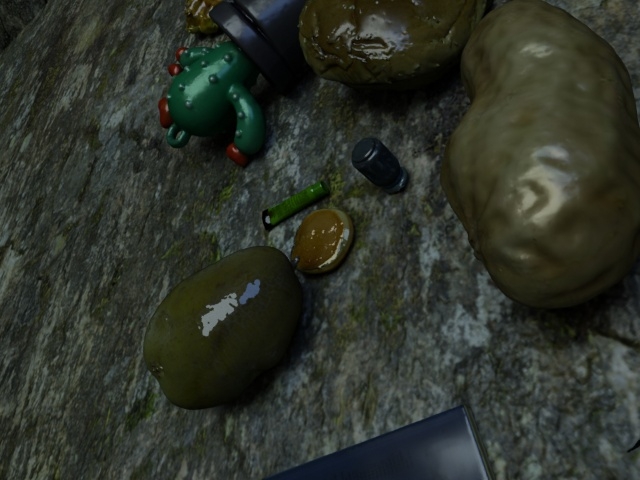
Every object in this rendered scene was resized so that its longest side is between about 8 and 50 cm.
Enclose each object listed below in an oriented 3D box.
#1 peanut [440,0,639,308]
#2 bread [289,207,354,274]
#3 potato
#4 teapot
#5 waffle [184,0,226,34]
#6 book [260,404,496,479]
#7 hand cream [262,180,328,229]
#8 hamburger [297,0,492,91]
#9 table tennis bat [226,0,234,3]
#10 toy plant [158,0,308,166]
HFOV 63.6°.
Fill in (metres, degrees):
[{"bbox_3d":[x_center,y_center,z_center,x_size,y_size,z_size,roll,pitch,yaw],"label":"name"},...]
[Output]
[{"bbox_3d":[0.228,-0.108,0.551,0.192,0.169,0.387,-14,53,35],"label":"peanut"},{"bbox_3d":[0.000,0.000,0.747,0.110,0.024,0.110,-17,56,27],"label":"bread"},{"bbox_3d":[-0.122,0.106,0.688,0.251,0.159,0.174,-40,71,-1],"label":"potato"},{"bbox_3d":[0.075,-0.103,0.713,0.064,0.083,0.049,9,68,48],"label":"teapot"},{"bbox_3d":[-0.201,-0.627,1.237,0.325,0.068,0.302,-13,57,32],"label":"waffle"},{"bbox_3d":[0.058,0.304,0.525,0.269,0.025,0.190,-29,49,20],"label":"book"},{"bbox_3d":[-0.043,-0.057,0.813,0.122,0.023,0.036,-27,63,23],"label":"hand cream"},{"bbox_3d":[0.107,-0.349,0.780,0.266,0.134,0.284,17,76,33],"label":"hamburger"},{"bbox_3d":[-0.149,-0.488,1.111,0.095,0.014,0.158,-43,70,12],"label":"table tennis bat"},{"bbox_3d":[-0.139,-0.317,0.936,0.400,0.185,0.279,-40,89,5],"label":"toy plant"}]
